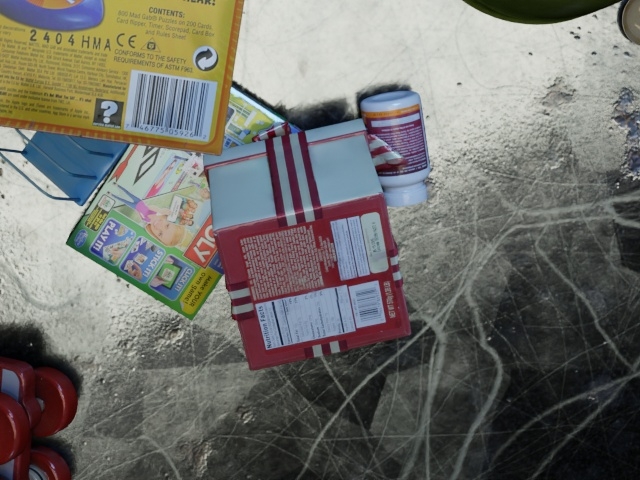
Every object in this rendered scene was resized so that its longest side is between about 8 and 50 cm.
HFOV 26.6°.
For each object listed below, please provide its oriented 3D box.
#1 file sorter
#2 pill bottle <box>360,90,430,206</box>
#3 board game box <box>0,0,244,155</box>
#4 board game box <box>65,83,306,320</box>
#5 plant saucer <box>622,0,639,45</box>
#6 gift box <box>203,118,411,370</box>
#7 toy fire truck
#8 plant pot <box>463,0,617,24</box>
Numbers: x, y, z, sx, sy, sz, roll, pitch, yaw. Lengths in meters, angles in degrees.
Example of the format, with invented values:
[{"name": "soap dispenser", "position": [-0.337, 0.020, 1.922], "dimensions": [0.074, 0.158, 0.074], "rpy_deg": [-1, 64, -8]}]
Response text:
[{"name": "file sorter", "position": [-0.334, -0.149, 1.831], "dimensions": [0.118, 0.104, 0.170], "rpy_deg": [40, 99, 11]}, {"name": "pill bottle", "position": [0.107, -0.128, 1.894], "dimensions": [0.086, 0.086, 0.152], "rpy_deg": [-10, 105, -1]}, {"name": "board game box", "position": [-0.271, -0.328, 1.514], "dimensions": [0.357, 0.356, 0.356], "rpy_deg": [7, 107, -11]}, {"name": "board game box", "position": [-0.184, -0.072, 1.911], "dimensions": [0.214, 0.046, 0.317], "rpy_deg": [32, 100, -11]}, {"name": "plant saucer", "position": [0.464, -0.314, 1.906], "dimensions": [0.083, 0.015, 0.083], "rpy_deg": [-1, 105, -3]}, {"name": "gift box", "position": [0.000, 0.000, 1.800], "dimensions": [0.277, 0.258, 0.255], "rpy_deg": [-9, 119, -3]}, {"name": "toy fire truck", "position": [-0.504, 0.294, 1.945], "dimensions": [0.254, 0.169, 0.302], "rpy_deg": [12, 104, 18]}, {"name": "plant pot", "position": [0.314, -0.434, 1.689], "dimensions": [0.367, 0.353, 0.366], "rpy_deg": [-1, 105, -3]}]
